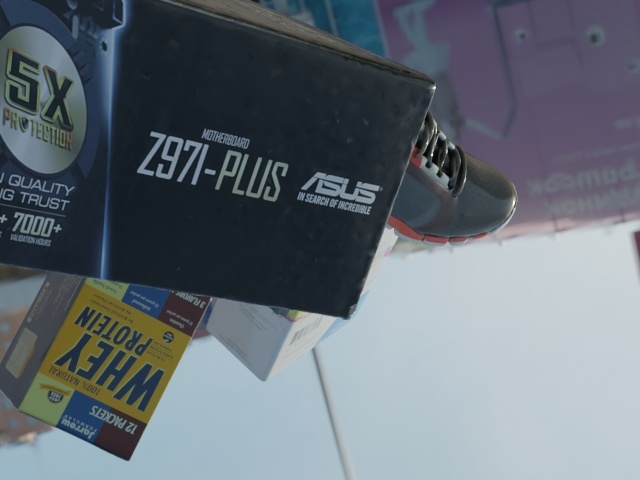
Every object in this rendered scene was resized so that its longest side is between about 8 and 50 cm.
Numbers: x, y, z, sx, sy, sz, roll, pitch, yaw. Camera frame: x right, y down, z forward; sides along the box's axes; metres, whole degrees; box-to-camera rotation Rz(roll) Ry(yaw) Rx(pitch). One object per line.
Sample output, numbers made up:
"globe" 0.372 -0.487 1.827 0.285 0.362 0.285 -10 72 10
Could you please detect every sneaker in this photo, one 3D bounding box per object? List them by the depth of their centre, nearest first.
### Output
"sneaker" 0.050 -0.042 0.745 0.157 0.061 0.065 13 149 -25

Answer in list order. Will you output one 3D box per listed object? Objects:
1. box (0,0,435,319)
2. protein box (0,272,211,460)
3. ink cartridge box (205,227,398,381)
"box" -0.081 -0.053 0.415 0.147 0.078 0.180 11 -167 -37
"protein box" -0.250 0.113 1.508 0.136 0.200 0.201 29 173 -20
"ink cartridge box" 0.000 0.000 0.892 0.104 0.061 0.181 -33 158 -41
